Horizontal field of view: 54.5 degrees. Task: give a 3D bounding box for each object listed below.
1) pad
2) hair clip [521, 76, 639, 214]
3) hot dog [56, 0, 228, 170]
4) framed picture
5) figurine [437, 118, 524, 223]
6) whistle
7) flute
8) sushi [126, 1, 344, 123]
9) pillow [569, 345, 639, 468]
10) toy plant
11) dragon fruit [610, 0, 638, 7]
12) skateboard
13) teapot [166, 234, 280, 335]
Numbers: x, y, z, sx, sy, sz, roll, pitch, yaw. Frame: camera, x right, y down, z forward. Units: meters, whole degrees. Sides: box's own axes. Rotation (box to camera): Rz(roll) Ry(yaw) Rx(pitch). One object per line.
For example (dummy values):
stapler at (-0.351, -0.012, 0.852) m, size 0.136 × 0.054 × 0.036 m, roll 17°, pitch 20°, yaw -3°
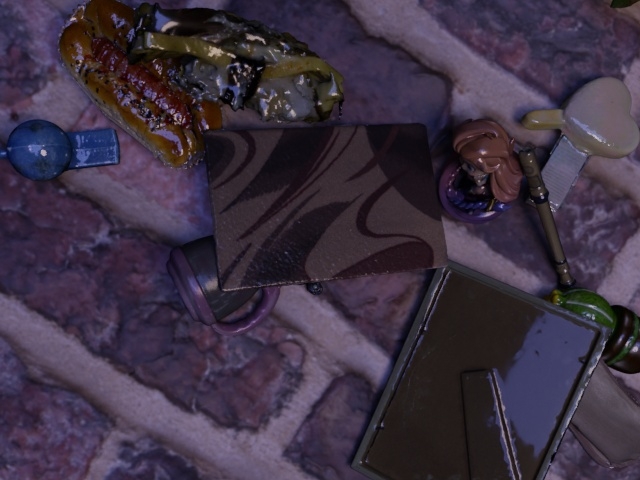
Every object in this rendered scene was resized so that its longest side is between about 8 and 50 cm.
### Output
pad at (0.014, -0.054, 0.850) m, size 0.330 × 0.004 × 0.220 m, roll -6°, pitch 81°, yaw -17°
hair clip at (0.366, -0.148, 0.899) m, size 0.159 × 0.071 × 0.218 m, roll 33°, pitch 85°, yaw -1°
hot dog at (-0.239, -0.217, 0.854) m, size 0.268 × 0.075 × 0.144 m, roll 44°, pitch 88°, yaw -2°
framed picture at (0.216, 0.222, 0.866) m, size 0.247 × 0.022 × 0.335 m, roll 23°, pitch 92°, yaw 18°
figurine at (0.226, -0.108, 0.849) m, size 0.114 × 0.157 × 0.126 m, roll -9°, pitch 51°, yaw -7°
whistle at (-0.362, -0.125, 0.844) m, size 0.157 × 0.090 × 0.090 m, roll -7°, pitch 92°, yaw -3°
flute at (0.318, -0.028, 0.870) m, size 0.027 × 0.027 × 0.233 m, roll -29°, pitch 116°, yaw -2°
sushi at (-0.108, -0.222, 0.812) m, size 0.290 × 0.139 × 0.131 m, roll 6°, pitch 94°, yaw -29°
pillow at (0.392, 0.238, 0.893) m, size 0.232 × 0.038 × 0.130 m, roll 44°, pitch 128°, yaw -4°
toy plant at (0.394, 0.124, 0.888) m, size 0.162 × 0.093 × 0.093 m, roll 27°, pitch 90°, yaw -3°
dragon fruit at (0.497, -0.449, 0.847) m, size 0.290 × 0.189 × 0.291 m, roll 0°, pitch 83°, yaw -3°
skateboard at (0.000, 0.000, 0.886) m, size 0.080 × 0.067 × 0.151 m, roll 31°, pitch 84°, yaw 7°
teapot at (-0.120, 0.054, 0.850) m, size 0.146 × 0.116 × 0.148 m, roll -26°, pitch 88°, yaw -13°
